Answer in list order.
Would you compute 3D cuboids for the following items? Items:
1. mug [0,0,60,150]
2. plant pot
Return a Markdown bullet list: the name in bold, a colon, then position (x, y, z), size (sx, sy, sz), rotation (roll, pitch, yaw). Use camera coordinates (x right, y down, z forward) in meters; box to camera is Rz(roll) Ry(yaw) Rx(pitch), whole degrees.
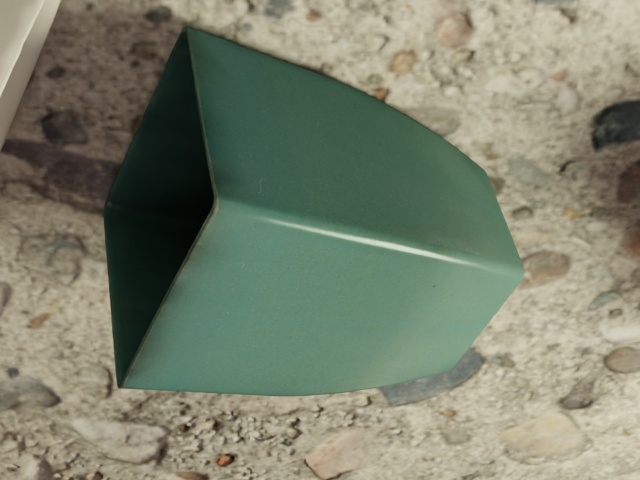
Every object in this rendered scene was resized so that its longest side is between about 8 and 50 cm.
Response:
- **mug**: position (-0.307, -0.120, 0.575), size (0.328, 0.276, 0.374), rotation (23, 133, -13)
- **plant pot**: position (0.000, 0.000, 0.797), size (0.234, 0.165, 0.165), rotation (12, 131, -24)
